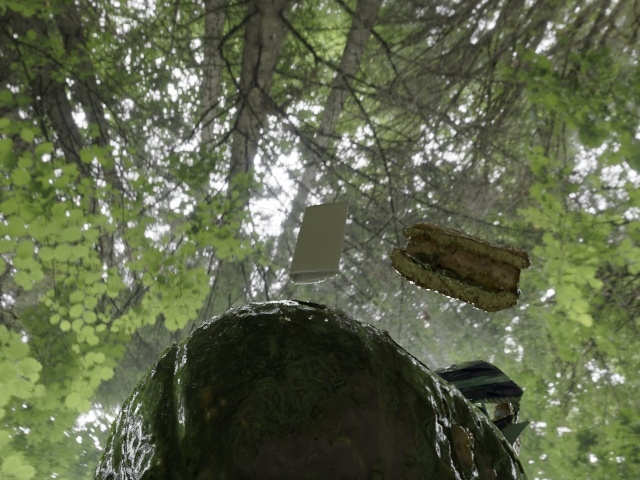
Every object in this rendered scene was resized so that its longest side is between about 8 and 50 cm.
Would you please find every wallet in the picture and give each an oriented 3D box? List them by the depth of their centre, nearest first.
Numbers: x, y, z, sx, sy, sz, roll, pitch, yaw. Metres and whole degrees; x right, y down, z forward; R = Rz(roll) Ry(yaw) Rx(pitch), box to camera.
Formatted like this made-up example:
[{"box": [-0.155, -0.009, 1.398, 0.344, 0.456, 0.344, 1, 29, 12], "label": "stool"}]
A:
[{"box": [0.000, 0.000, 0.710, 0.061, 0.025, 0.122, -10, -141, 19], "label": "wallet"}]

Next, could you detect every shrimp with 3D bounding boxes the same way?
[{"box": [0.390, 0.388, 1.250, 0.062, 0.287, 0.152, -4, -98, 19], "label": "shrimp"}]

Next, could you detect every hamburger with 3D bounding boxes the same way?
[{"box": [0.266, 0.045, 1.120, 0.261, 0.124, 0.131, 20, -165, 30], "label": "hamburger"}]

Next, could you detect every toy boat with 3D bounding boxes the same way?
[{"box": [0.312, 0.351, 1.098, 0.292, 0.210, 0.070, 50, -147, 17], "label": "toy boat"}]

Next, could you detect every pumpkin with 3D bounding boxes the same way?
[{"box": [0.005, 0.206, 0.430, 0.327, 0.292, 0.257, 30, -164, -22], "label": "pumpkin"}]
